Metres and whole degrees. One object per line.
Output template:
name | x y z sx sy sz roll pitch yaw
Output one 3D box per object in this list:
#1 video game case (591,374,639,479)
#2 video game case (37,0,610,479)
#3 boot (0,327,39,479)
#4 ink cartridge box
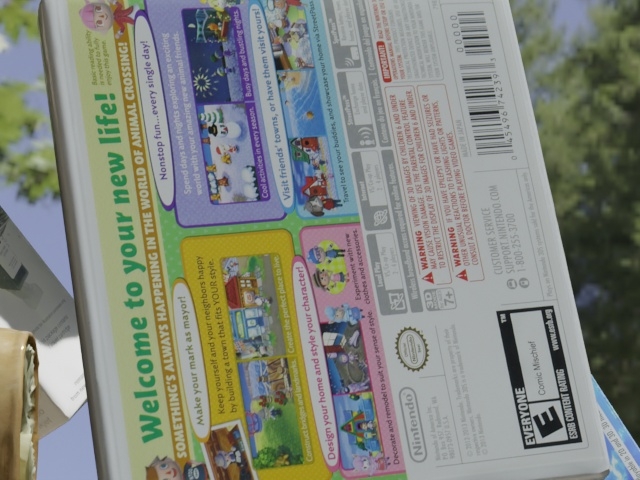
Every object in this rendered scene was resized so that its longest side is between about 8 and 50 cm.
video game case | 0.100 0.177 1.221 0.244 0.269 0.061 -30 -24 -3
video game case | 0.000 0.000 0.649 0.193 0.212 0.023 -5 -17 -18
boot | -0.283 0.160 0.855 0.269 0.236 0.089 1 -1 -3
ink cartridge box | -0.257 0.043 1.046 0.158 0.092 0.218 -33 -81 24
